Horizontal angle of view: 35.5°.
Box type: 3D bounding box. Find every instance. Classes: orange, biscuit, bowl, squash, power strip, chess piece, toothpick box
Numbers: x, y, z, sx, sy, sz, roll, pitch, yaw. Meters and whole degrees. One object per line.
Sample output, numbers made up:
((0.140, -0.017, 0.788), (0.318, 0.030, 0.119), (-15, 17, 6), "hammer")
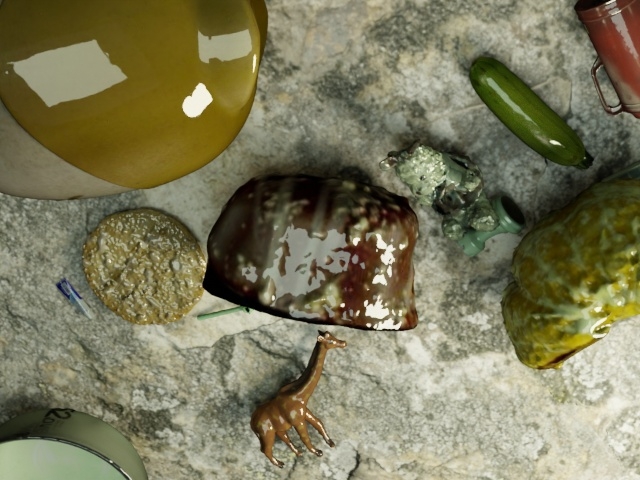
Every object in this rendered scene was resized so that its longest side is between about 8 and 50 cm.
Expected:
((0.416, 0.035, 1.485), (0.369, 0.271, 0.210), (-34, 92, 22), "orange")
((-0.294, 0.046, 1.671), (0.220, 0.033, 0.220), (2, 115, 4), "biscuit")
((-0.462, 0.435, 1.797), (0.354, 0.185, 0.354), (2, 117, 3), "bowl")
((0.315, -0.180, 1.489), (0.252, 0.066, 0.066), (39, 113, -14), "squash")
((0.480, -0.095, 1.547), (0.090, 0.016, 0.040), (-27, 112, 17), "power strip")
((0.267, -0.019, 1.581), (0.067, 0.067, 0.103), (41, 122, -15), "chess piece")
((-0.285, -0.263, 1.307), (0.425, 0.409, 0.409), (-7, 116, 1), "toothpick box")

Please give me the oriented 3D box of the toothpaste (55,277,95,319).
((-0.420, 0.101, 1.720), (0.024, 0.015, 0.083), (-35, 104, 21), "toothpaste")

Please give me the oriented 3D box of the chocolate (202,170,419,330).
((0.000, 0.000, 1.528), (0.340, 0.225, 0.210), (10, 105, -1), "chocolate")

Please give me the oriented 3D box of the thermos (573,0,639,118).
((0.447, -0.250, 1.425), (0.124, 0.099, 0.232), (-26, 111, 12), "thermos")

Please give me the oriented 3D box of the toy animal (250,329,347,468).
((-0.029, 0.280, 1.753), (0.224, 0.066, 0.229), (-18, 109, 13), "toy animal")

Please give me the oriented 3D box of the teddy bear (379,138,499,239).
((0.188, -0.097, 1.515), (0.213, 0.111, 0.133), (41, 148, -28), "teddy bear")

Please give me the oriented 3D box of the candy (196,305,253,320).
((-0.125, 0.110, 1.688), (0.194, 0.058, 0.062), (-16, 147, 22), "candy")
